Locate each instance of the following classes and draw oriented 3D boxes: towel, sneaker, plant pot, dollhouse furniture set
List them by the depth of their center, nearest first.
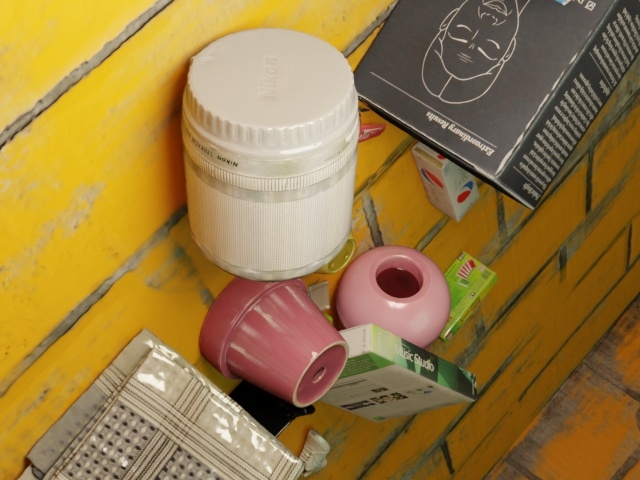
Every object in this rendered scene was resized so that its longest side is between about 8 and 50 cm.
[{"bbox_3d":[-0.233,0.334,1.475,0.312,0.324,0.056,-51,172,-7],"label":"towel"},{"bbox_3d":[-0.061,0.162,1.680,0.201,0.180,0.201,-38,148,-29],"label":"plant pot"},{"bbox_3d":[0.000,0.000,1.681,0.134,0.095,0.134,-37,147,-29],"label":"plant pot"},{"bbox_3d":[-0.025,0.135,1.875,0.076,0.058,0.151,-22,120,-34],"label":"dollhouse furniture set"},{"bbox_3d":[-0.017,0.450,2.209,0.061,0.054,0.152,-35,147,-27],"label":"sneaker"}]

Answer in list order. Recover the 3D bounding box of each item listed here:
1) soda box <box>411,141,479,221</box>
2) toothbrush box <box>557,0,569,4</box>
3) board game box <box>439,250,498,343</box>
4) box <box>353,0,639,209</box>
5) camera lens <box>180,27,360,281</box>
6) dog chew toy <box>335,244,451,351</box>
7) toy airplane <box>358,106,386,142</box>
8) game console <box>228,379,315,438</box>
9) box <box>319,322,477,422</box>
[{"bbox_3d":[0.230,-0.120,1.924,0.069,0.074,0.216,-49,152,-10],"label":"soda box"},{"bbox_3d":[0.268,-0.457,1.366,0.216,0.295,0.126,-38,149,-30],"label":"toothbrush box"},{"bbox_3d":[0.290,0.122,2.269,0.181,0.092,0.043,-50,152,-6],"label":"board game box"},{"bbox_3d":[0.284,-0.297,1.573,0.395,0.293,0.212,-56,152,6],"label":"box"},{"bbox_3d":[-0.063,-0.100,1.337,0.219,0.219,0.274,-35,147,-31],"label":"camera lens"},{"bbox_3d":[0.125,0.156,1.952,0.206,0.206,0.332,-39,156,-26],"label":"dog chew toy"},{"bbox_3d":[0.041,-0.145,1.654,0.151,0.028,0.151,-36,147,-28],"label":"toy airplane"},{"bbox_3d":[-0.090,0.291,1.842,0.107,0.122,0.071,2,121,-58],"label":"game console"},{"bbox_3d":[0.094,0.240,1.857,0.322,0.232,0.058,28,53,-45],"label":"box"}]
